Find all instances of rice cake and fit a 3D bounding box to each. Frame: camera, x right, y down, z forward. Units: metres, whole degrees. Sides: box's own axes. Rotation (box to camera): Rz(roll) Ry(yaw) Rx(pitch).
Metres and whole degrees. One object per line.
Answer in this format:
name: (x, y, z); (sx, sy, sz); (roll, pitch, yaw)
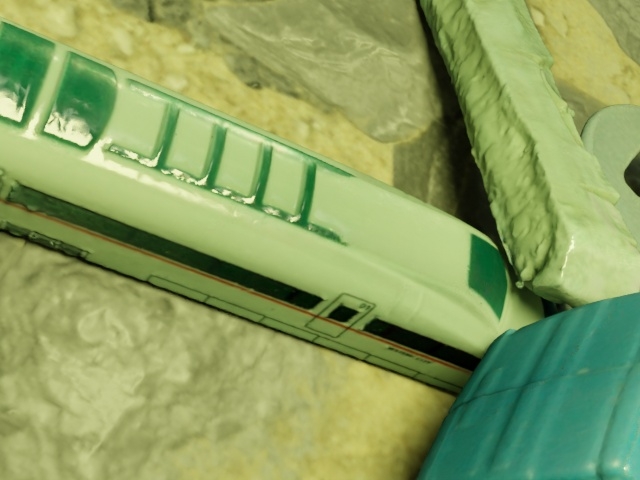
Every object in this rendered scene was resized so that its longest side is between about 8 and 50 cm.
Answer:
rice cake: (0.128, -0.086, 0.648); (0.066, 0.063, 0.336); (14, 44, -25)

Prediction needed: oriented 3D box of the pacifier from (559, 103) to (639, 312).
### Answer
pacifier: (0.302, 0.009, 0.629); (0.299, 0.233, 0.244); (49, 36, 3)

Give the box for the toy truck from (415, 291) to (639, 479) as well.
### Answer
toy truck: (0.219, 0.209, 0.498); (0.385, 0.162, 0.161); (49, 48, -10)

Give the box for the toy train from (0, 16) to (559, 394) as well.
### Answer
toy train: (0.000, 0.000, 0.551); (0.407, 0.088, 0.086); (22, 53, -20)
